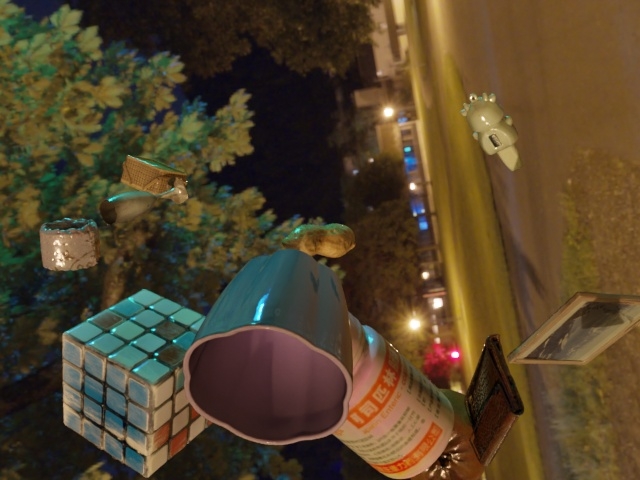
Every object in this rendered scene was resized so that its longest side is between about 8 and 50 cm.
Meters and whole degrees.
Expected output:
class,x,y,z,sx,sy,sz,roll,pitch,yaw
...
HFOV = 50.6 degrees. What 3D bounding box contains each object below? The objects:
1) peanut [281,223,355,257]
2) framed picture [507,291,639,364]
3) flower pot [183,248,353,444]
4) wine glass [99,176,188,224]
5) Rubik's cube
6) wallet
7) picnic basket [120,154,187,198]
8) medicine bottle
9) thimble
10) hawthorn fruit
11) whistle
class,x,y,z,sx,sy,sz,roll,pitch,yaw
peanut,0.000,0.000,1.968,0.263,0.117,0.101,0,-88,-38
framed picture,0.651,0.226,1.683,0.335,0.247,0.022,116,153,-50
flower pot,-0.071,0.153,1.092,0.243,0.264,0.265,-83,-18,-53
wine glass,-0.369,-0.084,1.412,0.198,0.066,0.066,-26,-71,-52
Rubik's cube,-0.373,0.295,1.458,0.253,0.258,0.256,-35,-40,-54
wallet,0.271,0.265,1.095,0.243,0.039,0.133,86,175,-56
picnic basket,-0.467,-0.177,1.899,0.115,0.164,0.080,5,-75,-59
medicine bottle,0.079,0.298,1.388,0.388,0.219,0.219,45,-157,-21
thimble,-0.673,0.009,1.822,0.127,0.151,0.118,-139,46,-65
hawthorn fruit,0.353,0.551,1.924,0.301,0.267,0.268,-42,-57,-70
whistle,0.452,-0.282,1.750,0.244,0.110,0.092,49,-147,-21
